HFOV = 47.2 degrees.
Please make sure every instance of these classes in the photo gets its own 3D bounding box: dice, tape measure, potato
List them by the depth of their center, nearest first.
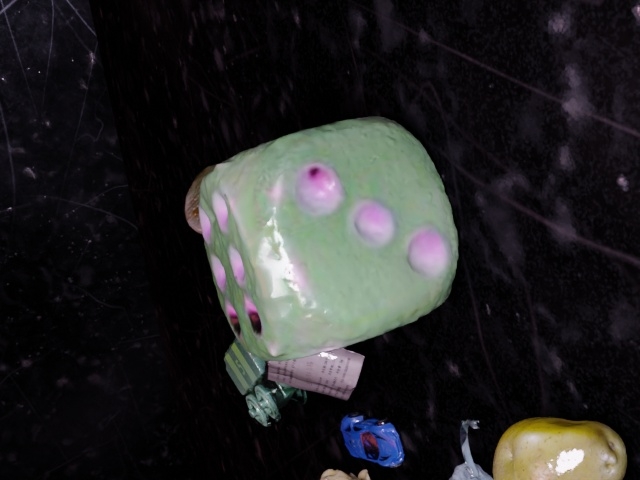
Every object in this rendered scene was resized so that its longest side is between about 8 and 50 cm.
[{"bbox_3d":[0.312,0.299,0.947,0.157,0.157,0.194,63,141,22],"label":"potato"},{"bbox_3d":[0.266,0.389,1.154,0.164,0.084,0.330,51,150,36],"label":"tape measure"},{"bbox_3d":[0.000,0.000,1.171,0.318,0.331,0.322,-20,86,65],"label":"dice"}]

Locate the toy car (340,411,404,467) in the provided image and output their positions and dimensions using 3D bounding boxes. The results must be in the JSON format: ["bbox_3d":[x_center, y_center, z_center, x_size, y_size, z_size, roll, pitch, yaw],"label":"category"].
[{"bbox_3d":[0.106,0.426,1.558,0.216,0.063,0.103,-14,92,67],"label":"toy car"}]

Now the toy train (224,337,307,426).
[{"bbox_3d":[-0.134,0.336,1.862,0.238,0.167,0.299,55,152,12],"label":"toy train"}]

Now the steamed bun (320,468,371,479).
[{"bbox_3d":[0.110,0.643,1.615,0.295,0.137,0.292,16,119,56],"label":"steamed bun"}]

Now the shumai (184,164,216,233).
[{"bbox_3d":[-0.263,-0.093,1.943,0.120,0.201,0.201,33,-159,-56],"label":"shumai"}]

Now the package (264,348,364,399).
[{"bbox_3d":[-0.022,0.283,1.590,0.250,0.204,0.062,102,-172,-53],"label":"package"}]
